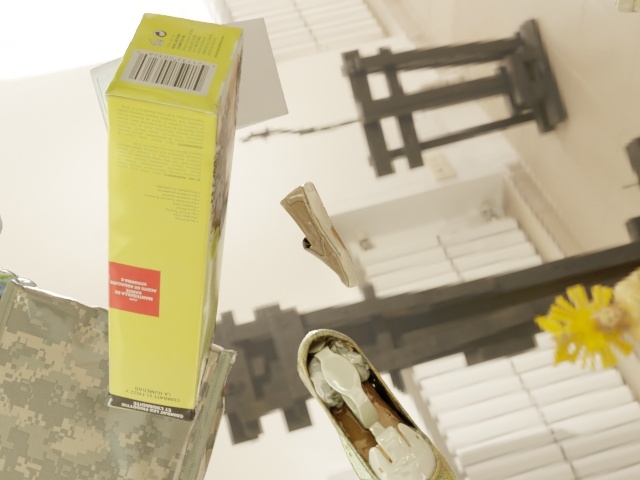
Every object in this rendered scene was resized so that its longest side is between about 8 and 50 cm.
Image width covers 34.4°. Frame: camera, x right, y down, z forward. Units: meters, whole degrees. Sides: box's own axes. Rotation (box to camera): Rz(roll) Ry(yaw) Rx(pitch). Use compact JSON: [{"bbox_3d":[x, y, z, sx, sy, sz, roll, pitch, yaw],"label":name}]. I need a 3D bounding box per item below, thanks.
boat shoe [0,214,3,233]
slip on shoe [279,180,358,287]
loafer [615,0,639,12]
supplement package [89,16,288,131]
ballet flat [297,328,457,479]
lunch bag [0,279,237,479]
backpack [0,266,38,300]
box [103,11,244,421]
[{"bbox_3d":[-0.438,-0.067,1.268,0.183,0.065,0.083,-120,15,-49],"label":"boat shoe"},{"bbox_3d":[0.000,0.000,1.114,0.135,0.041,0.051,63,179,-33],"label":"slip on shoe"},{"bbox_3d":[0.443,-0.317,1.254,0.092,0.268,0.102,26,127,26],"label":"loafer"},{"bbox_3d":[-0.181,-0.201,1.399,0.244,0.134,0.139,-6,101,49],"label":"supplement package"},{"bbox_3d":[0.078,0.266,1.488,0.348,0.123,0.123,52,160,24],"label":"ballet flat"},{"bbox_3d":[-0.231,0.212,1.027,0.169,0.235,0.287,120,167,-82],"label":"lunch bag"},{"bbox_3d":[-0.419,0.081,1.318,0.105,0.114,0.084,19,120,24],"label":"backpack"},{"bbox_3d":[-0.085,-0.004,0.585,0.087,0.058,0.232,-81,1,-48],"label":"box"}]
